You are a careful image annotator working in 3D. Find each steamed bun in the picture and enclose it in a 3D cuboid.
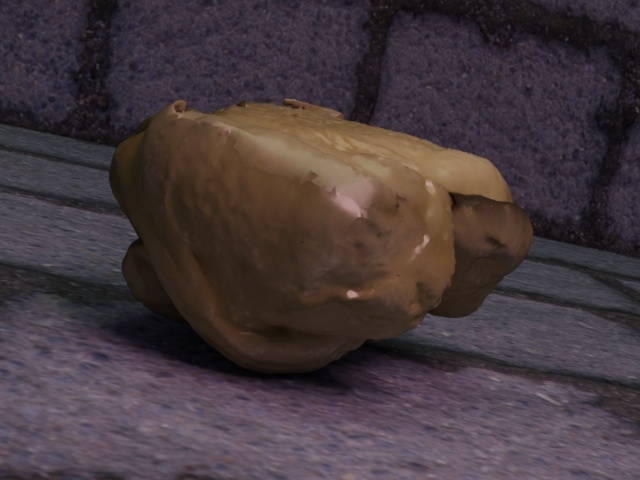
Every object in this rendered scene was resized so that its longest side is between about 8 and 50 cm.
[{"bbox_3d":[-0.006,-0.001,0.891,0.324,0.230,0.372,19,13,34],"label":"steamed bun"}]
